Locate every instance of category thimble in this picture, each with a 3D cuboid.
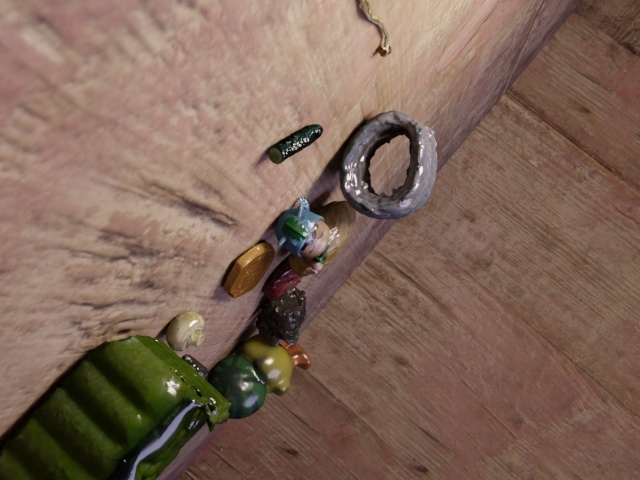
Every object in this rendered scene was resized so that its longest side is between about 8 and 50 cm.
[{"bbox_3d":[0.152,-0.160,1.371,0.236,0.205,0.172,-55,168,10],"label":"thimble"}]

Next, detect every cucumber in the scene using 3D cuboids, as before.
[{"bbox_3d":[-0.036,-0.164,1.036,0.133,0.032,0.032,-41,167,-45],"label":"cucumber"}]

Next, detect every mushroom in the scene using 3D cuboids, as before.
[{"bbox_3d":[-0.259,0.178,1.217,0.083,0.068,0.083,-55,165,-22],"label":"mushroom"},{"bbox_3d":[0.085,-0.337,0.968,0.026,0.028,0.286,-8,176,12],"label":"mushroom"}]

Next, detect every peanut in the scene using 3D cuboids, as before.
[{"bbox_3d":[0.000,0.000,1.554,0.196,0.110,0.233,-58,179,-42],"label":"peanut"}]

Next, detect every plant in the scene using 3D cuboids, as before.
[{"bbox_3d":[-0.111,0.228,1.849,0.203,0.143,0.131,-65,179,42],"label":"plant"}]

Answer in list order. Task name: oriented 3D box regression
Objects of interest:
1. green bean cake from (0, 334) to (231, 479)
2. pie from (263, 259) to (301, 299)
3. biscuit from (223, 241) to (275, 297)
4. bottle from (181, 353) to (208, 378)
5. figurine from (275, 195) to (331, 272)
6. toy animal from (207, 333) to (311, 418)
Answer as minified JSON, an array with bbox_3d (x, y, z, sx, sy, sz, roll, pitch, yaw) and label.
[{"bbox_3d":[-0.334,0.335,1.053,0.319,0.218,0.335,-48,168,-9],"label":"green bean cake"},{"bbox_3d":[-0.094,0.103,1.708,0.154,0.036,0.154,-38,160,-17],"label":"pie"},{"bbox_3d":[-0.154,0.063,1.365,0.142,0.029,0.220,-47,169,-8],"label":"biscuit"},{"bbox_3d":[-0.354,0.365,1.367,0.260,0.112,0.112,-49,170,-5],"label":"bottle"},{"bbox_3d":[-0.027,-0.010,1.362,0.114,0.144,0.178,-46,-178,0],"label":"figurine"},{"bbox_3d":[-0.196,0.394,1.920,0.338,0.216,0.191,-33,151,-34],"label":"toy animal"}]
